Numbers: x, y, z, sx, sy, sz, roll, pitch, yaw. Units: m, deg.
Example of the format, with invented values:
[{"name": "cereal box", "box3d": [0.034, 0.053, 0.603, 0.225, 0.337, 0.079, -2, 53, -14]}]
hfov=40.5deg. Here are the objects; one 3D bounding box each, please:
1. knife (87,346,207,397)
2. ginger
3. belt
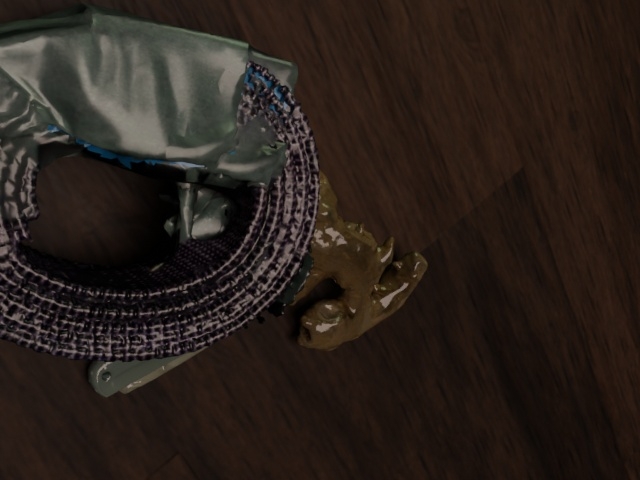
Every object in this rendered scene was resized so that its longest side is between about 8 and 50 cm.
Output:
[{"name": "knife", "box3d": [-0.132, 0.094, 0.782, 0.162, 0.023, 0.044, -25, 112, -27]}, {"name": "ginger", "box3d": [-0.008, 0.014, 0.827, 0.258, 0.065, 0.149, 42, 79, -35]}, {"name": "belt", "box3d": [-0.158, -0.042, 0.664, 0.324, 0.122, 0.260, 8, 100, -24]}]
